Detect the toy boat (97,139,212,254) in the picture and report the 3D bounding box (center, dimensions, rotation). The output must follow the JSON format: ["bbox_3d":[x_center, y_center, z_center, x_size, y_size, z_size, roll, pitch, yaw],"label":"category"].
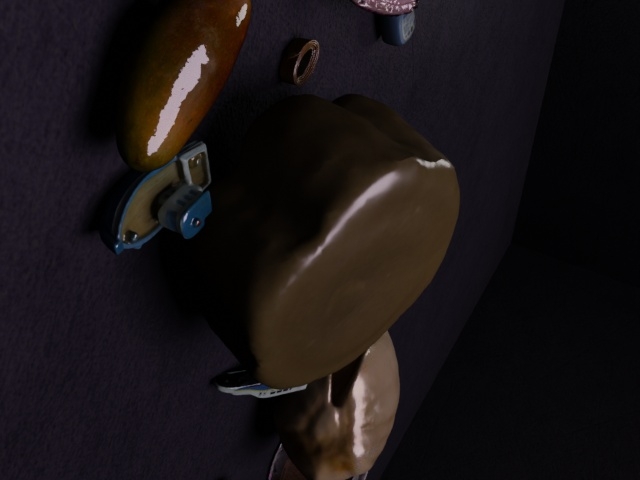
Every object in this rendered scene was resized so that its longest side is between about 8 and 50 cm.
[{"bbox_3d":[-0.201,-0.052,0.918,0.215,0.102,0.088,-48,148,-39],"label":"toy boat"}]

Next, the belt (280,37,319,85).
[{"bbox_3d":[-0.036,-0.298,1.152,0.083,0.036,0.059,-63,151,-13],"label":"belt"}]

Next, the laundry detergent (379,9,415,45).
[{"bbox_3d":[0.148,-0.485,1.363,0.097,0.061,0.206,-56,154,-23],"label":"laundry detergent"}]

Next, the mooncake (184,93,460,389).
[{"bbox_3d":[0.000,0.000,1.126,0.467,0.262,0.467,-36,150,-24],"label":"mooncake"}]

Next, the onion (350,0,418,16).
[{"bbox_3d":[0.089,-0.520,1.160,0.247,0.111,0.250,-4,126,-41],"label":"onion"}]

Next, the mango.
[{"bbox_3d":[-0.171,-0.206,0.830,0.133,0.111,0.268,87,28,-76],"label":"mango"}]

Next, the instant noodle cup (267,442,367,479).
[{"bbox_3d":[0.002,0.600,1.827,0.217,0.207,0.218,-48,151,-38],"label":"instant noodle cup"}]

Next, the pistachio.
[{"bbox_3d":[0.045,0.360,1.648,0.365,0.281,0.446,98,6,-49],"label":"pistachio"}]

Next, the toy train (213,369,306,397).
[{"bbox_3d":[-0.121,0.286,1.401,0.233,0.052,0.051,-2,118,-45],"label":"toy train"}]
